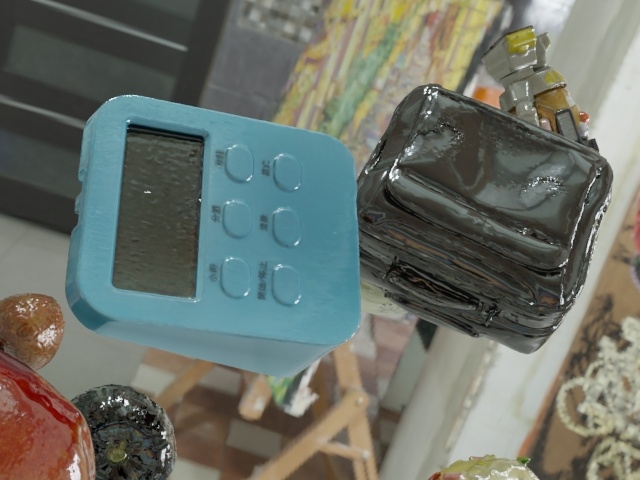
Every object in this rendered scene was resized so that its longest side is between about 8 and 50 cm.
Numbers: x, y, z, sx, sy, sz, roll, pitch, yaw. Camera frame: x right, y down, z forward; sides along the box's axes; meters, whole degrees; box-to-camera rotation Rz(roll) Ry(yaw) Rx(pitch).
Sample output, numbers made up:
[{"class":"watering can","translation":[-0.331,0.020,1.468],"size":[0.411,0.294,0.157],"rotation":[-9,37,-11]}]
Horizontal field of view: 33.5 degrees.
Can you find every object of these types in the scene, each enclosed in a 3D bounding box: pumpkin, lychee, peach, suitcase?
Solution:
[{"class":"pumpkin","translation":[-0.376,0.374,1.926],"size":[0.233,0.233,0.163],"rotation":[15,-8,-17]},{"class":"lychee","translation":[-0.395,0.129,1.384],"size":[0.101,0.140,0.114],"rotation":[39,-24,-27]},{"class":"peach","translation":[-0.298,0.187,0.849],"size":[0.243,0.243,0.199],"rotation":[21,-16,5]},{"class":"suitcase","translation":[0.219,-0.031,1.528],"size":[0.345,0.188,0.339],"rotation":[25,58,4]}]

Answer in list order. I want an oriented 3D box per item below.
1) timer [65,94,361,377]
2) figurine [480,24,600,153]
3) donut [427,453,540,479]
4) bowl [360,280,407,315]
[{"class":"timer","translation":[-0.093,-0.012,0.955],"size":[0.250,0.091,0.232],"rotation":[15,58,-27]},{"class":"figurine","translation":[0.401,-0.235,1.923],"size":[0.308,0.308,0.143],"rotation":[3,-19,-43]},{"class":"donut","translation":[0.103,0.229,0.721],"size":[0.068,0.174,0.175],"rotation":[1,1,41]},{"class":"bowl","translation":[0.113,0.014,1.830],"size":[0.238,0.237,0.126],"rotation":[21,0,4]}]
